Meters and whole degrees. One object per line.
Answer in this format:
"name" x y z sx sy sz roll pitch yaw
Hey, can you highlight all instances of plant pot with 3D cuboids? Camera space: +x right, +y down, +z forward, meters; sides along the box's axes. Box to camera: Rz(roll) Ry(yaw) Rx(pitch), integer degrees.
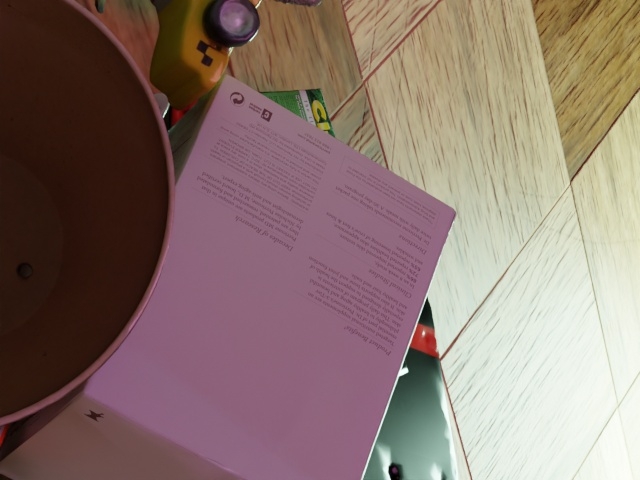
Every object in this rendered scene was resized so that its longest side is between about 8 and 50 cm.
"plant pot" -0.234 -0.013 1.181 0.191 0.284 0.284 117 -13 -79

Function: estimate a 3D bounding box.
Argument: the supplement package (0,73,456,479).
"supplement package" -0.067 0.069 1.332 0.199 0.198 0.262 30 59 -15

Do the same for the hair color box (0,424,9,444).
"hair color box" -0.281 0.173 1.257 0.053 0.093 0.167 46 58 -51

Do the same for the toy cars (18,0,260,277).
"toy cars" -0.132 -0.113 1.327 0.393 0.087 0.176 -53 -165 23

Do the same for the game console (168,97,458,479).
"game console" -0.003 0.074 1.629 0.386 0.060 0.342 24 53 -57

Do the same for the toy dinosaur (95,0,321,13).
"toy dinosaur" -0.111 -0.227 1.426 0.295 0.127 0.200 51 53 -53

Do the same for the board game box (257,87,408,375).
"board game box" 0.000 0.000 1.586 0.136 0.030 0.259 -12 84 -62
